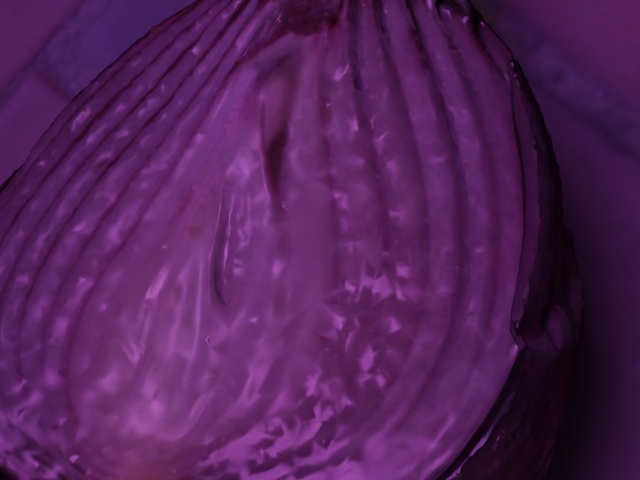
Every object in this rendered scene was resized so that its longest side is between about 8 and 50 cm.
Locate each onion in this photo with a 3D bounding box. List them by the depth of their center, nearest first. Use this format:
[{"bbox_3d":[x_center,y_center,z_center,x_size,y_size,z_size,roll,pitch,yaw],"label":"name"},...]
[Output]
[{"bbox_3d":[0.000,0.000,0.731,0.267,0.159,0.349,12,67,22],"label":"onion"}]
